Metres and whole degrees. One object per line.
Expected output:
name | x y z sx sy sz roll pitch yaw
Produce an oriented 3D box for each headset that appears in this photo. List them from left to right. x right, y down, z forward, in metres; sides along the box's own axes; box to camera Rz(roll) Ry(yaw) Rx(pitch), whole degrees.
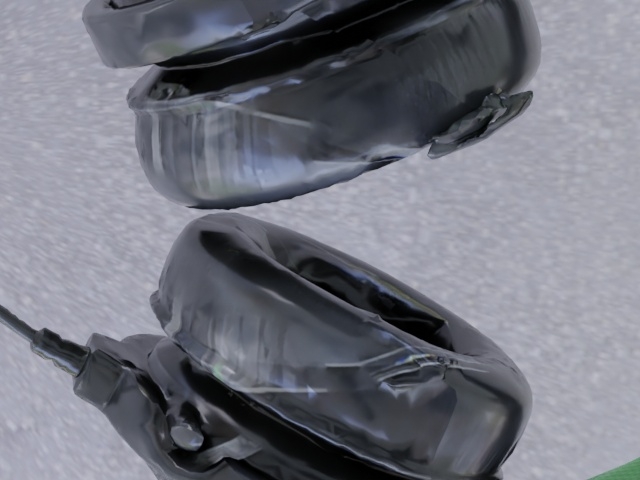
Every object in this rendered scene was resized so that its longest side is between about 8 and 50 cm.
headset | 0.000 0.000 0.486 0.394 0.185 0.243 -2 104 -10
